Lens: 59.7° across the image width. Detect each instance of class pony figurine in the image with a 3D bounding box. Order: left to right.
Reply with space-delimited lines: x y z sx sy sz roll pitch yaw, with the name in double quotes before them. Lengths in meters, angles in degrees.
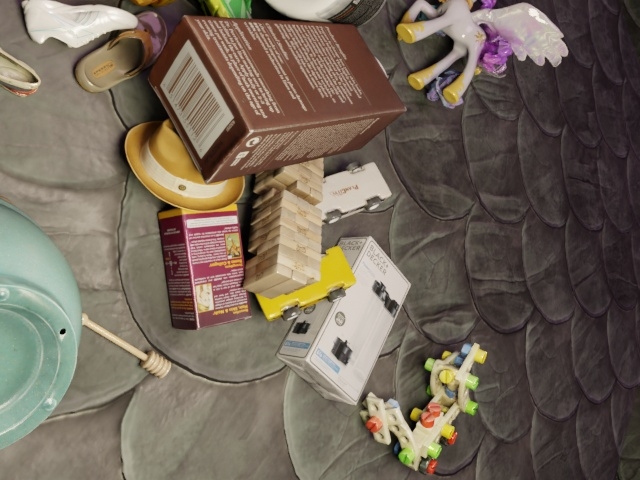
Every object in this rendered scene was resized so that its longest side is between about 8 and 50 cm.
"pony figurine" 0.369 -0.498 1.360 0.351 0.303 0.363 47 72 -20

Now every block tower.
"block tower" -0.057 -0.067 0.957 0.091 0.097 0.335 27 53 -35

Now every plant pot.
"plant pot" -0.376 0.102 0.577 0.293 0.196 0.293 -20 118 -42

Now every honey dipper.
"honey dipper" -0.290 0.152 0.820 0.160 0.030 0.030 44 59 -30

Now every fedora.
"fedora" -0.195 -0.134 0.853 0.194 0.079 0.194 22 43 -22

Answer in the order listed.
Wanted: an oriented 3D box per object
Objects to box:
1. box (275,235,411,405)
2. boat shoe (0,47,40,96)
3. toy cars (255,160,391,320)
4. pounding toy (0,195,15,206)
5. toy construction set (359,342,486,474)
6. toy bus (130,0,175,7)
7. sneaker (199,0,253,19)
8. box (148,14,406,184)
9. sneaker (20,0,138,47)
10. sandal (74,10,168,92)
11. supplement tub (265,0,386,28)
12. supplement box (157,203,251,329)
"box" 0.054 0.151 1.103 0.169 0.087 0.290 49 56 -29
"boat shoe" -0.429 -0.233 0.713 0.137 0.043 0.049 31 68 -36
"toy cars" 0.000 0.000 1.063 0.176 0.087 0.394 28 62 -6
"pounding toy" -0.468 -0.074 0.617 0.183 0.110 0.237 -46 116 -35
"toy construction set" 0.235 0.367 1.211 0.327 0.151 0.215 -18 123 -35
"toy bus" -0.317 -0.426 0.777 0.211 0.149 0.220 -32 111 -26
"sneaker" -0.151 -0.433 0.927 0.123 0.109 0.295 -27 106 -15
"box" -0.051 -0.231 0.881 0.381 0.143 0.191 -21 78 -46
"sneaker" -0.339 -0.306 0.796 0.152 0.053 0.061 -8 106 -27
"sandal" -0.290 -0.286 0.842 0.072 0.049 0.180 55 54 -25
"supplement tub" 0.019 -0.482 0.997 0.316 0.193 0.194 -38 114 -66
"supplement box" -0.185 0.040 0.892 0.104 0.081 0.188 -8 92 -44
